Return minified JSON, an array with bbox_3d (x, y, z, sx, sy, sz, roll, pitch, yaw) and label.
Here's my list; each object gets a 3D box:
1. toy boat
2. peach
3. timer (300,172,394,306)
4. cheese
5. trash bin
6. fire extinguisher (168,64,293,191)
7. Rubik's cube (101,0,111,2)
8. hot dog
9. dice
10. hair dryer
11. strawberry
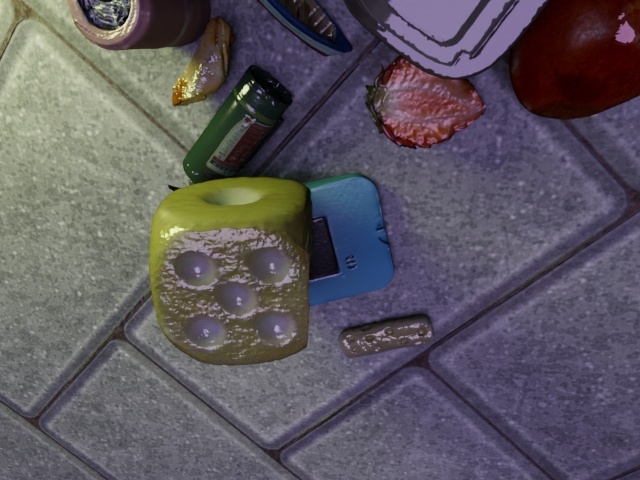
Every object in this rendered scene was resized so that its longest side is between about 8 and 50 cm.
[{"bbox_3d":[-0.037,-0.340,0.719,0.046,0.080,0.229,-16,152,36],"label":"toy boat"},{"bbox_3d":[0.347,-0.263,0.620,0.199,0.243,0.243,45,116,-3],"label":"peach"},{"bbox_3d":[0.000,0.000,0.927,0.250,0.091,0.231,-12,112,6],"label":"timer"},{"bbox_3d":[0.132,0.195,0.994,0.194,0.043,0.064,-14,113,19],"label":"cheese"},{"bbox_3d":[0.161,-0.345,0.608,0.219,0.250,0.219,36,117,-5],"label":"trash bin"},{"bbox_3d":[-0.170,-0.161,0.862,0.294,0.118,0.093,-45,64,27],"label":"fire extinguisher"},{"bbox_3d":[-0.252,-0.517,0.458,0.345,0.337,0.344,-39,144,6],"label":"Rubik's cube"},{"bbox_3d":[-0.187,-0.286,0.819,0.169,0.061,0.078,-49,55,26],"label":"hot dog"},{"bbox_3d":[-0.124,0.038,0.766,0.227,0.238,0.232,-2,112,-1],"label":"dice"},{"bbox_3d":[-0.173,-0.406,0.679,0.353,0.210,0.125,-33,103,22],"label":"hair dryer"},{"bbox_3d":[0.162,-0.223,0.766,0.187,0.082,0.146,7,122,3],"label":"strawberry"}]
